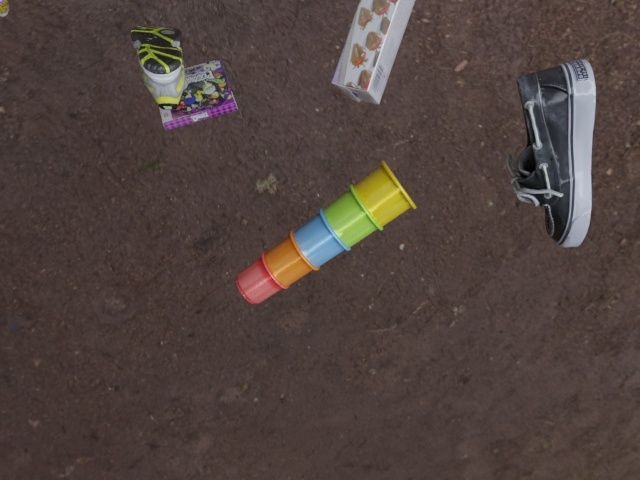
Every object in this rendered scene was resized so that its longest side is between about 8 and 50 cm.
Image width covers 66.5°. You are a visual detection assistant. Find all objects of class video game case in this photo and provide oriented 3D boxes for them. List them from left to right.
[{"bbox_3d":[-0.399,-0.464,1.539,0.232,0.210,0.042,-17,152,-6],"label":"video game case"}]

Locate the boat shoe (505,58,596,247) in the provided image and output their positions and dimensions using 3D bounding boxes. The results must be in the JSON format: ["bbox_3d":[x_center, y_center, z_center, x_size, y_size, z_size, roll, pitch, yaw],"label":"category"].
[{"bbox_3d":[0.333,-0.106,0.718,0.105,0.113,0.306,-9,136,16],"label":"boat shoe"}]

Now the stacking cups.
[{"bbox_3d":[0.000,0.000,0.795,0.316,0.096,0.096,-36,122,9],"label":"stacking cups"}]

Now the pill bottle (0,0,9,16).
[{"bbox_3d":[-0.770,-0.570,1.164,0.043,0.083,0.043,2,84,-24],"label":"pill bottle"}]

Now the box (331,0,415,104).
[{"bbox_3d":[0.105,-0.370,0.728,0.063,0.067,0.324,20,95,22],"label":"box"}]

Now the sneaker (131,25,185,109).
[{"bbox_3d":[-0.465,-0.510,1.404,0.145,0.384,0.147,-3,131,-13],"label":"sneaker"}]
